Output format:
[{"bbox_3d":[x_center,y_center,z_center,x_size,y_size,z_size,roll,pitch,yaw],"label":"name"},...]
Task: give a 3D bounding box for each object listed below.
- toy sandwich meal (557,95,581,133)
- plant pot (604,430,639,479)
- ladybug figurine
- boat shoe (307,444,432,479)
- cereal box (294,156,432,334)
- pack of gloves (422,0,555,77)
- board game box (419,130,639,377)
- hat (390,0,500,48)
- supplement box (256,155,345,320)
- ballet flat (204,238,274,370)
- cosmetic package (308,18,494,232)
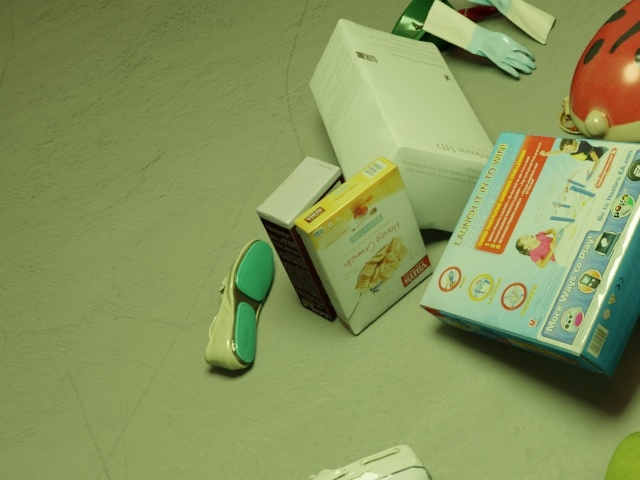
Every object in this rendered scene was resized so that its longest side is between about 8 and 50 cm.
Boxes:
[{"bbox_3d":[0.458,-0.224,1.696,0.085,0.029,0.086,-11,46,11],"label":"toy sandwich meal"},{"bbox_3d":[0.476,0.311,1.066,0.293,0.275,0.275,5,50,45],"label":"plant pot"},{"bbox_3d":[0.586,-0.317,1.601,0.449,0.162,0.305,-40,35,-27],"label":"ladybug figurine"},{"bbox_3d":[0.017,0.349,1.292,0.267,0.096,0.088,-24,41,-3],"label":"boat shoe"},{"bbox_3d":[0.073,0.012,1.475,0.173,0.240,0.047,-38,43,-14],"label":"cereal box"},{"bbox_3d":[0.331,-0.426,1.832,0.232,0.046,0.195,27,58,-4],"label":"pack of gloves"},{"bbox_3d":[0.329,0.005,1.368,0.302,0.086,0.308,15,76,53],"label":"board game box"},{"bbox_3d":[0.267,-0.410,1.944,0.208,0.183,0.173,-45,26,38],"label":"hat"},{"bbox_3d":[0.000,0.000,1.513,0.073,0.239,0.130,23,60,37],"label":"supplement box"},{"bbox_3d":[-0.140,0.105,1.590,0.086,0.086,0.248,-3,49,18],"label":"ballet flat"},{"bbox_3d":[0.138,-0.198,1.644,0.217,0.156,0.385,8,38,-27],"label":"cosmetic package"}]
